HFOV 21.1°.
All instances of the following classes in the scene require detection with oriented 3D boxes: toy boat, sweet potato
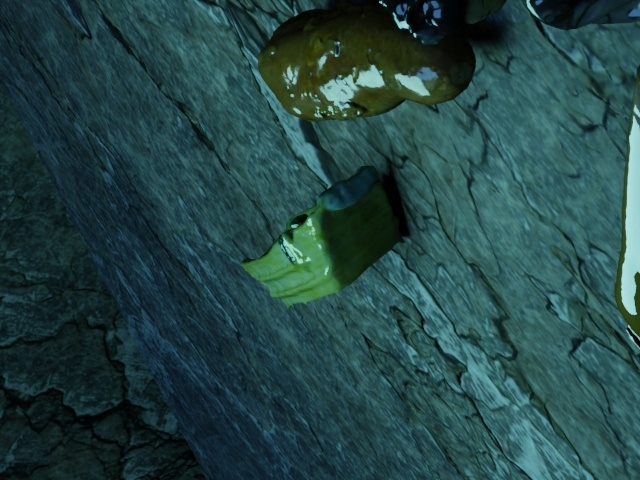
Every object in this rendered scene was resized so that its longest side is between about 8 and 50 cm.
[{"bbox_3d":[0.004,0.005,1.630,0.084,0.111,0.276,51,161,-2],"label":"toy boat"},{"bbox_3d":[0.016,-0.138,1.345,0.106,0.095,0.354,18,177,-17],"label":"sweet potato"}]

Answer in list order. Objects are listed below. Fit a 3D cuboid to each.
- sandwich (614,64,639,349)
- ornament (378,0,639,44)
[{"bbox_3d":[0.265,-0.005,0.775,0.227,0.155,0.198,34,150,29],"label":"sandwich"},{"bbox_3d":[0.124,-0.156,0.838,0.166,0.196,0.153,62,164,-23],"label":"ornament"}]
